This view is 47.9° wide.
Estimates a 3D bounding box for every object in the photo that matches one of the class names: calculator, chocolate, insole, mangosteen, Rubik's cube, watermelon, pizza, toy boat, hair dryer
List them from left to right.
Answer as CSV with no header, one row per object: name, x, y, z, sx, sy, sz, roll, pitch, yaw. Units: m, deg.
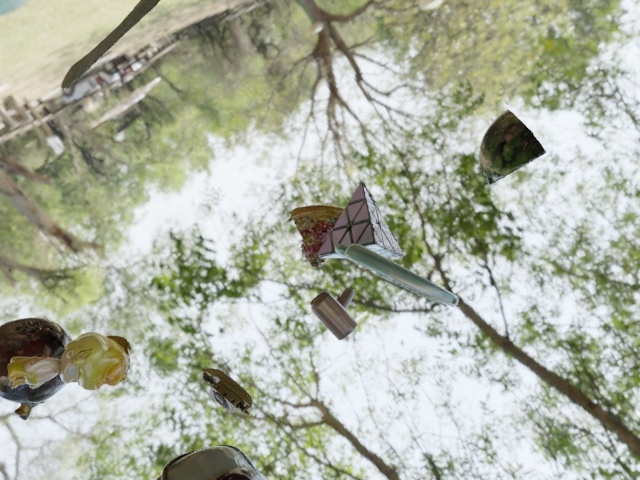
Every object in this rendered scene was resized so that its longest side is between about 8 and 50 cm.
mangosteen,-0.725,0.327,1.794,0.235,0.261,0.235,7,-160,-2
insole,-0.333,-0.386,1.256,0.348,0.009,0.119,-40,-147,12
chocolate,-0.218,0.519,1.417,0.283,0.283,0.186,-34,-131,-2
toy boat,-0.285,0.452,2.151,0.077,0.200,0.057,-31,148,-43
pizza,0.000,0.000,1.874,0.188,0.199,0.062,1,-146,-11
hair dryer,0.046,0.156,1.764,0.064,0.117,0.182,-39,-174,27
Rubik's cube,0.066,-0.024,1.715,0.178,0.190,0.211,-23,158,17
calculator,0.151,0.064,1.482,0.295,0.184,0.042,26,-90,33
watermelon,0.331,-0.162,1.204,0.125,0.094,0.135,-41,-138,54

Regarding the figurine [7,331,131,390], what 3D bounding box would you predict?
figurine,-0.520,0.261,1.509,0.246,0.131,0.156,-4,145,-20
